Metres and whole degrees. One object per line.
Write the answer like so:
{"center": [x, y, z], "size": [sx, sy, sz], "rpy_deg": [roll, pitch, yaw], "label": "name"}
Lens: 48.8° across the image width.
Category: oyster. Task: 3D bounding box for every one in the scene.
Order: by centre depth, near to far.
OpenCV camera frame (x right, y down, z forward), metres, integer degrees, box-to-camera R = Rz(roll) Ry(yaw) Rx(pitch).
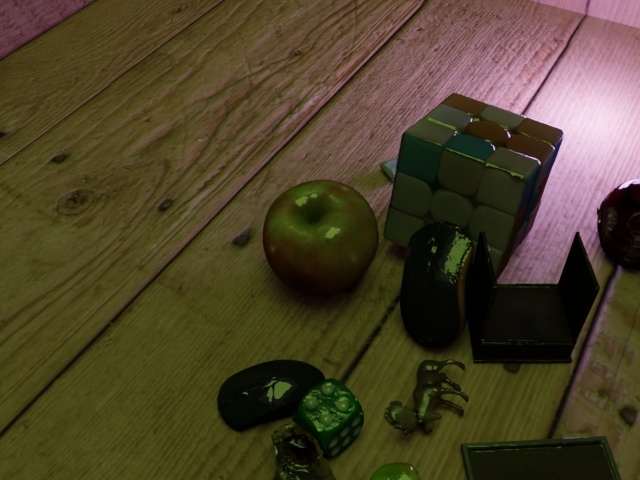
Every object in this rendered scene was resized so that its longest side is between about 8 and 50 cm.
{"center": [-0.040, 0.498, 1.509], "size": [0.161, 0.107, 0.233], "rpy_deg": [-10, 63, -19], "label": "oyster"}

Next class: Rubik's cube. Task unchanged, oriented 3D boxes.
{"center": [0.413, -0.151, 1.924], "size": [0.346, 0.347, 0.344], "rpy_deg": [26, 39, 21], "label": "Rubik's cube"}

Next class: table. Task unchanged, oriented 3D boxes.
{"center": [0.504, 0.141, 1.726], "size": [0.250, 0.282, 0.196], "rpy_deg": [1, 46, 1], "label": "table"}

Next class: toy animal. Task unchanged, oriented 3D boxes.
{"center": [0.247, 0.371, 1.657], "size": [0.185, 0.094, 0.214], "rpy_deg": [7, 40, 1], "label": "toy animal"}

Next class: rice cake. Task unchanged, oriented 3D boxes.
{"center": [0.303, -0.251, 2.260], "size": [0.221, 0.042, 0.080], "rpy_deg": [-20, 46, -16], "label": "rice cake"}

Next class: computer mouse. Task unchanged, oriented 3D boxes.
{"center": [-0.115, 0.352, 1.673], "size": [0.269, 0.086, 0.138], "rpy_deg": [-14, 48, -10], "label": "computer mouse"}
{"center": [0.289, 0.109, 1.771], "size": [0.182, 0.116, 0.324], "rpy_deg": [3, 86, 35], "label": "computer mouse"}

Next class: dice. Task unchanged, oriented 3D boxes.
{"center": [0.020, 0.401, 1.593], "size": [0.128, 0.131, 0.120], "rpy_deg": [-34, 55, -27], "label": "dice"}

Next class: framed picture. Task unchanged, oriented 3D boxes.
{"center": [0.492, 0.546, 1.526], "size": [0.334, 0.022, 0.247], "rpy_deg": [-3, 48, -3], "label": "framed picture"}

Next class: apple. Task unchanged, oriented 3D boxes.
{"center": [0.000, 0.000, 1.879], "size": [0.318, 0.277, 0.319], "rpy_deg": [-7, 48, 8], "label": "apple"}

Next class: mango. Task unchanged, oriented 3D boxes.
{"center": [0.162, 0.519, 1.532], "size": [0.108, 0.056, 0.073], "rpy_deg": [-6, 42, -2], "label": "mango"}

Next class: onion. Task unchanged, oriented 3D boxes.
{"center": [0.886, -0.044, 1.947], "size": [0.216, 0.206, 0.207], "rpy_deg": [10, 48, 11], "label": "onion"}
